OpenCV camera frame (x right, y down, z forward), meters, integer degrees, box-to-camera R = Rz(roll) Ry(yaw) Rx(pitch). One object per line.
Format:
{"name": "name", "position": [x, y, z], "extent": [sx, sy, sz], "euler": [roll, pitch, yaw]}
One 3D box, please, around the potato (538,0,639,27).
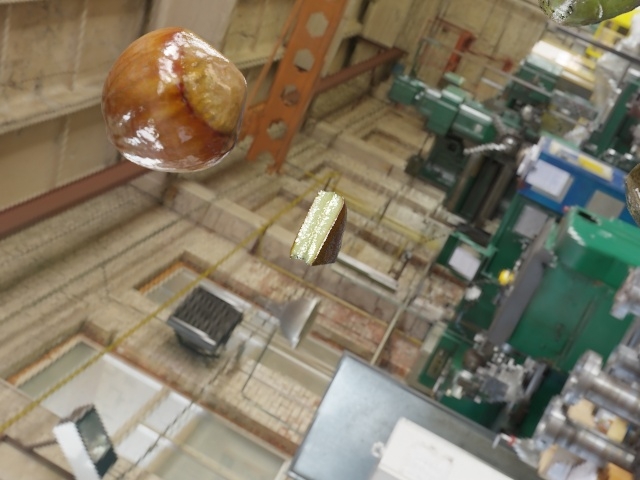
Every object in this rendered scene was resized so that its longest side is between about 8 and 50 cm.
{"name": "potato", "position": [0.310, -0.301, 0.895], "extent": [0.054, 0.198, 0.119], "euler": [-4, -100, -56]}

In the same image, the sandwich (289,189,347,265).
{"name": "sandwich", "position": [0.000, 0.000, 0.710], "extent": [0.044, 0.031, 0.083], "euler": [79, -150, -46]}

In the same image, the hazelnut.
{"name": "hazelnut", "position": [-0.173, -0.158, 1.041], "extent": [0.182, 0.182, 0.182], "euler": [-60, -10, -17]}

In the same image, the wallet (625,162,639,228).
{"name": "wallet", "position": [0.229, 0.049, 0.463], "extent": [0.031, 0.198, 0.110], "euler": [-30, -17, 12]}
